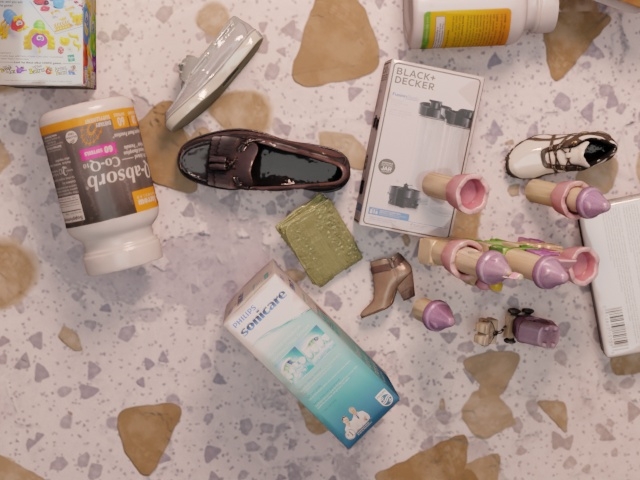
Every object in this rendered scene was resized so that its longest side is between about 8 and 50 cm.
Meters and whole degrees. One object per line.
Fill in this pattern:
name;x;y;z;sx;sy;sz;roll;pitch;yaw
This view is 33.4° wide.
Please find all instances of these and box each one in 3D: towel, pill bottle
towel;0.000;0.000;1.867;0.110;0.027;0.148;-34;111;-1
pill bottle;-0.360;-0.091;1.784;0.162;0.162;0.279;-14;96;-2
pill bottle;0.268;-0.396;1.801;0.245;0.136;0.136;-3;96;-3

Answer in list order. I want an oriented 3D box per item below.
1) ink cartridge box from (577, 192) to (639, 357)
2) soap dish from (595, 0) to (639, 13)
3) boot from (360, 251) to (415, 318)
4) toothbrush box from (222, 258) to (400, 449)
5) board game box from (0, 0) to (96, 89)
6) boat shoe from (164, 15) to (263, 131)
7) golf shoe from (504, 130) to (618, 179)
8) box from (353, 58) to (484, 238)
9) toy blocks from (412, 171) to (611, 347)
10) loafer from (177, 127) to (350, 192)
ink cartridge box;0.595;0.051;1.883;0.238;0.060;0.275;-11;96;7
soap dish;0.440;-0.519;1.761;0.290;0.118;0.229;19;56;-4
boot;0.109;0.077;1.891;0.118;0.042;0.087;-25;90;-2
toothbrush box;-0.020;0.185;1.804;0.295;0.216;0.126;44;91;-5
board game box;-0.449;-0.390;1.759;0.144;0.142;0.275;1;96;-3
boat shoe;-0.198;-0.287;1.822;0.081;0.079;0.227;42;87;3
golf shoe;0.420;-0.152;1.857;0.198;0.094;0.077;-14;97;0
box;0.167;-0.156;1.844;0.169;0.087;0.290;12;95;-4
toy blocks;0.331;0.052;1.740;0.288;0.260;0.309;1;100;-29
loafer;-0.096;-0.133;1.827;0.302;0.095;0.109;4;97;-4
